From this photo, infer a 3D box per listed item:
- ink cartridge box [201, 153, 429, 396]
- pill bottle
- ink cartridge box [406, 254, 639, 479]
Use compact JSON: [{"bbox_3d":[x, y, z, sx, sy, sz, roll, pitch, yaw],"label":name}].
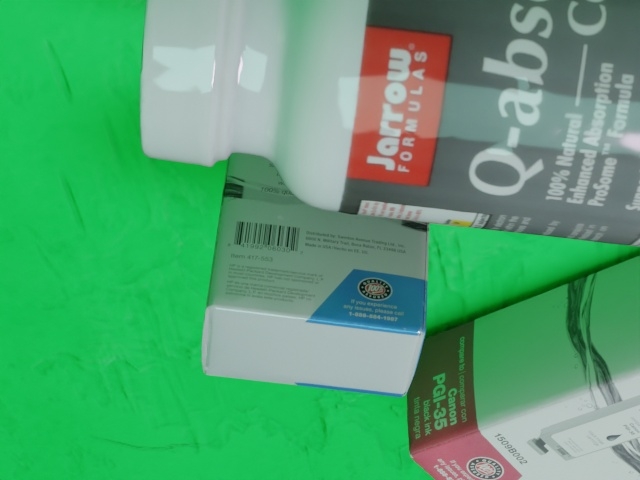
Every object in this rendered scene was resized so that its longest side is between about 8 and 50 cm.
[{"bbox_3d":[0.000,0.000,1.096,0.139,0.191,0.082,7,139,-2],"label":"ink cartridge box"},{"bbox_3d":[0.085,-0.112,0.951,0.362,0.210,0.210,6,138,-2],"label":"pill bottle"},{"bbox_3d":[0.239,0.130,1.270,0.283,0.117,0.207,-23,131,28],"label":"ink cartridge box"}]
